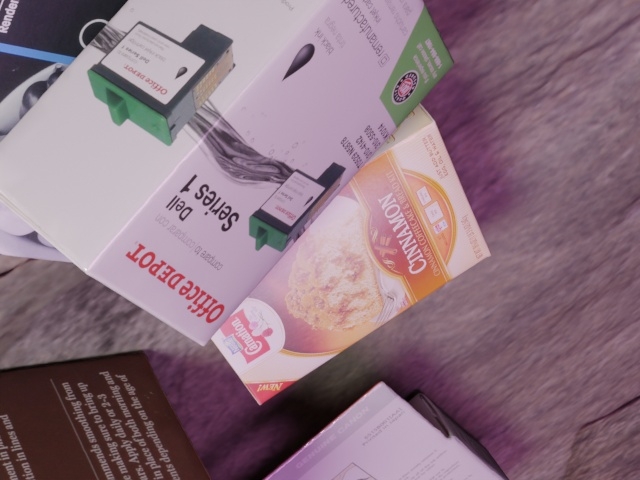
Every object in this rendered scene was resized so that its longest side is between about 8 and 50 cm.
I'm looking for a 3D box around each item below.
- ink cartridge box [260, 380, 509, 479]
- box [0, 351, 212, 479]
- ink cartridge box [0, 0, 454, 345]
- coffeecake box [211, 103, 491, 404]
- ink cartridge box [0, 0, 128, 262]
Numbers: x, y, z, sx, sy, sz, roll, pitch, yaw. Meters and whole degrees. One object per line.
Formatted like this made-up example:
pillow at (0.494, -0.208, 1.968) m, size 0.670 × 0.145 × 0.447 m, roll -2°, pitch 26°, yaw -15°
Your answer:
ink cartridge box at (-0.011, 0.223, 1.100) m, size 0.275 × 0.060 × 0.239 m, roll -40°, pitch 137°, yaw 6°
box at (-0.254, 0.196, 0.820) m, size 0.381 × 0.191 × 0.143 m, roll -4°, pitch 129°, yaw -30°
ink cartridge box at (-0.047, -0.065, 0.739) m, size 0.219 × 0.092 × 0.160 m, roll -49°, pitch 155°, yaw -2°
coffeecake box at (0.000, 0.000, 0.900) m, size 0.185 × 0.068 × 0.142 m, roll -33°, pitch 139°, yaw -3°
ink cartridge box at (-0.187, -0.089, 0.718) m, size 0.208 × 0.045 × 0.206 m, roll 8°, pitch 123°, yaw -36°
